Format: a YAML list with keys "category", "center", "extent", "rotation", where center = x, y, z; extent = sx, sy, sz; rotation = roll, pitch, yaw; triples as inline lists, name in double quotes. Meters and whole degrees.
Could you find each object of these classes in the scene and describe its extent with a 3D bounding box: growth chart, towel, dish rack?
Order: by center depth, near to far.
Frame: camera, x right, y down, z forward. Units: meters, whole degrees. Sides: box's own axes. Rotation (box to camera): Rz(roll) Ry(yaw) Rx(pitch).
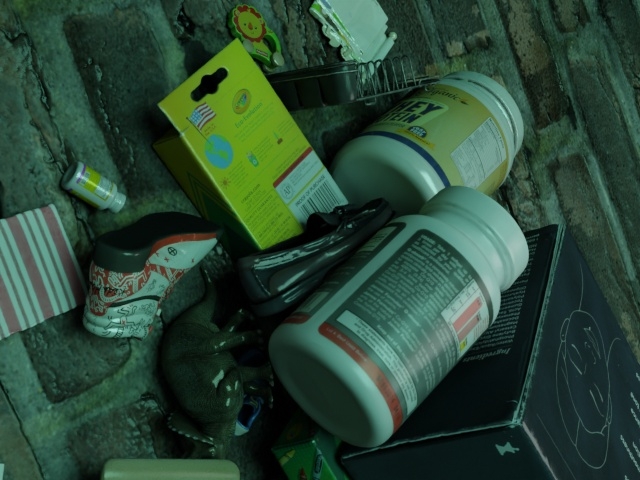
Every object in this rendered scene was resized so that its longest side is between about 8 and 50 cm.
- category: "towel"
  center: [-0.396, 0.044, 1.341]
  extent: [0.197, 0.029, 0.144]
  rotation: [-23, 97, -45]
- category: "dish rack"
  center: [0.052, -0.254, 1.695]
  extent: [0.272, 0.208, 0.074]
  rotation: [-18, 103, -44]
- category: "growth chart"
  center: [0.047, -0.403, 1.841]
  extent: [0.172, 0.021, 0.237]
  rotation: [-47, 112, -37]

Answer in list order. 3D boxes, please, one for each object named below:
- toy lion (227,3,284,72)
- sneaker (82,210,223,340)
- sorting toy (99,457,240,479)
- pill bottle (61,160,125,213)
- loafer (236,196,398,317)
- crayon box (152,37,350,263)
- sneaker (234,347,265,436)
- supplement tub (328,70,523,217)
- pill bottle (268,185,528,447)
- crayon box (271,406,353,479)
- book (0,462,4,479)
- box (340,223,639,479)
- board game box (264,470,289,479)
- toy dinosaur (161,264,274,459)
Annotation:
- category: "toy lion"
  center: [-0.106, -0.328, 1.684]
  extent: [0.100, 0.034, 0.096]
  rotation: [18, 62, -39]
- category: "sneaker"
  center: [-0.234, 0.050, 1.452]
  extent: [0.270, 0.090, 0.145]
  rotation: [-25, 133, -65]
- category: "sorting toy"
  center: [-0.178, 0.404, 1.396]
  extent: [0.307, 0.041, 0.229]
  rotation: [11, 97, -40]
- category: "pill bottle"
  center: [-0.308, -0.070, 1.432]
  extent: [0.083, 0.043, 0.043]
  rotation: [35, 59, -32]
- category: "loafer"
  center: [0.000, 0.000, 1.547]
  extent: [0.302, 0.109, 0.095]
  rotation: [-37, 102, -37]
- category: "crayon box"
  center: [-0.113, -0.119, 1.593]
  extent: [0.202, 0.081, 0.318]
  rotation: [-48, 113, -37]
- category: "sneaker"
  center: [-0.106, 0.224, 1.537]
  extent: [0.053, 0.059, 0.144]
  rotation: [35, 58, -29]
- category: "supplement tub"
  center: [0.184, -0.133, 1.763]
  extent: [0.316, 0.228, 0.228]
  rotation: [-42, 109, -40]
- category: "pill bottle"
  center: [0.119, 0.095, 1.465]
  extent: [0.363, 0.210, 0.210]
  rotation: [-42, 109, -27]
- category: "crayon box"
  center: [0.046, 0.292, 1.594]
  extent: [0.165, 0.081, 0.278]
  rotation: [61, 32, -15]
- category: "book"
  center: [-0.449, 0.307, 1.233]
  extent: [0.144, 0.035, 0.096]
  rotation: [13, 76, -41]
- category: "box"
  center: [0.322, 0.317, 1.652]
  extent: [0.480, 0.297, 0.471]
  rotation: [58, 32, -22]
- category: "board game box"
  center: [-0.031, 0.428, 1.566]
  extent: [0.141, 0.048, 0.170]
  rotation: [-19, 93, -44]
- category: "toy dinosaur"
  center: [-0.156, 0.171, 1.459]
  extent: [0.160, 0.121, 0.313]
  rotation: [-12, 73, -10]
